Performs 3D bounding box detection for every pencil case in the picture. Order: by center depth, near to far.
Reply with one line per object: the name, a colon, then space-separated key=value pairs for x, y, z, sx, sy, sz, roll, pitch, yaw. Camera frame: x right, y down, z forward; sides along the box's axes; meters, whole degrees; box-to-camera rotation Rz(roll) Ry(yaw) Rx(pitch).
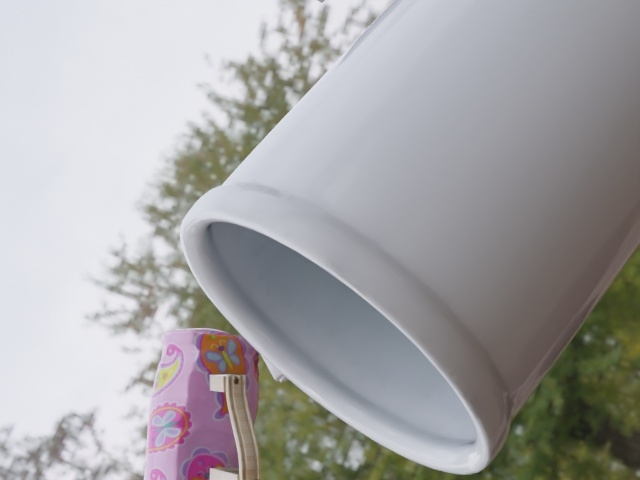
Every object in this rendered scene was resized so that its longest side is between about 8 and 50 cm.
pencil case: x=-0.133 y=0.240 z=1.452 sx=0.124 sy=0.124 sz=0.284 roll=30 pitch=-119 yaw=-65

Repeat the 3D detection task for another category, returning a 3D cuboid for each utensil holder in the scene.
utensil holder: x=0.120 y=-0.048 z=1.150 sx=0.385 sy=0.328 sz=0.327 roll=-51 pitch=-31 yaw=-20

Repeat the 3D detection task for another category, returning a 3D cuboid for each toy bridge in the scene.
toy bridge: x=-0.076 y=0.214 z=1.169 sx=0.026 sy=0.063 sz=0.188 roll=3 pitch=-95 yaw=-30

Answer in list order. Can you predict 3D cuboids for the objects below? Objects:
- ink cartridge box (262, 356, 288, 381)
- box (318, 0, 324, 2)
ink cartridge box: x=-0.037 y=0.050 z=1.630 sx=0.092 sy=0.219 sz=0.160 roll=-37 pitch=-13 yaw=29
box: x=-0.035 y=-0.413 z=1.685 sx=0.114 sy=0.103 sz=0.203 roll=-37 pitch=-37 yaw=26
